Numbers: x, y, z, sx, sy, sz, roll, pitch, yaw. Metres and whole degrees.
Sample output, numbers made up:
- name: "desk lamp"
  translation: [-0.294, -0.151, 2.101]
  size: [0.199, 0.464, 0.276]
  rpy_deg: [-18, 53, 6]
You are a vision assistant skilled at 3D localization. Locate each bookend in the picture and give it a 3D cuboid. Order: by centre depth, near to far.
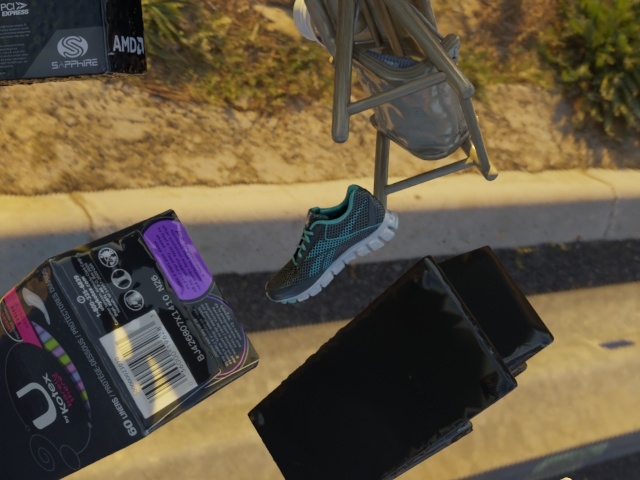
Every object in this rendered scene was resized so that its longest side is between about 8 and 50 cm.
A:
- name: "bookend"
  translation: [0.069, 0.066, 0.528]
  size: [0.157, 0.072, 0.156]
  rpy_deg: [-15, 156, -49]

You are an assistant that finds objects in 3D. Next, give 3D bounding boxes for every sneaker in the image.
- name: "sneaker"
  translation: [0.000, 0.000, 1.048]
  size: [0.166, 0.065, 0.076]
  rpy_deg: [-37, 116, 4]

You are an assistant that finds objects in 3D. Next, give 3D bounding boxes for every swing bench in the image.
- name: "swing bench"
  translation: [0.085, -0.201, 1.145]
  size: [0.165, 0.255, 0.253]
  rpy_deg: [-18, 158, 9]

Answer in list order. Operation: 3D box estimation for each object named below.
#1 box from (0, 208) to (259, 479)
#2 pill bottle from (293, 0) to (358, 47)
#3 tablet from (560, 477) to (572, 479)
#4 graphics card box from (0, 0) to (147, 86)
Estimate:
- name: "box"
  translation: [-0.213, 0.111, 0.883]
  size: [0.143, 0.270, 0.165]
  rpy_deg: [-28, 86, -47]
- name: "pill bottle"
  translation: [0.044, -0.341, 1.455]
  size: [0.112, 0.186, 0.112]
  rpy_deg: [-9, 105, -34]
- name: "tablet"
  translation: [0.191, 0.231, 0.802]
  size: [0.054, 0.083, 0.006]
  rpy_deg: [50, 40, 0]
- name: "graphics card box"
  translation: [-0.287, -0.323, 0.854]
  size: [0.094, 0.232, 0.371]
  rpy_deg: [-30, 117, -75]
